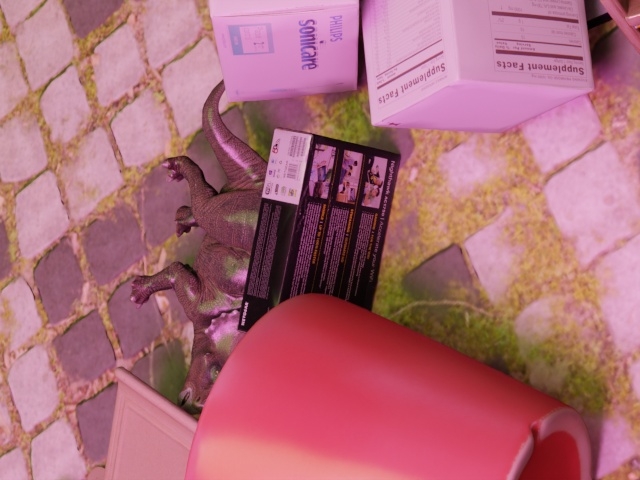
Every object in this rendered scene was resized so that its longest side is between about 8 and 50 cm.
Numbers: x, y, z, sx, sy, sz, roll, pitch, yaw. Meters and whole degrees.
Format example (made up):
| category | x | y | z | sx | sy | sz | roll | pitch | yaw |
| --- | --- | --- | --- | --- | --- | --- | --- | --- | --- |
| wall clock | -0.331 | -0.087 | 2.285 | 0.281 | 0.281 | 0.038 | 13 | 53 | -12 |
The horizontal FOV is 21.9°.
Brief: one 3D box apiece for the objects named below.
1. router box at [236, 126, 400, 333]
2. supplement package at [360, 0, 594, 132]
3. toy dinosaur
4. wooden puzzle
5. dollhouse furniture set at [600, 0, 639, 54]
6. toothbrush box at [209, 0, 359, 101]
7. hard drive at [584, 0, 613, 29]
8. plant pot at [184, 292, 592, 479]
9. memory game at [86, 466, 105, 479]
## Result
| category | x | y | z | sx | sy | sz | roll | pitch | yaw |
| --- | --- | --- | --- | --- | --- | --- | --- | --- | --- |
| router box | 0.000 | 0.000 | 1.440 | 0.046 | 0.133 | 0.179 | 13 | 92 | 38 |
| supplement package | 0.119 | -0.223 | 1.349 | 0.139 | 0.134 | 0.244 | -22 | 70 | 59 |
| toy dinosaur | -0.079 | 0.008 | 1.535 | 0.160 | 0.121 | 0.313 | 14 | 89 | 27 |
| wooden puzzle | -0.120 | 0.256 | 1.492 | 0.221 | 0.044 | 0.238 | 29 | 122 | 39 |
| dollhouse furniture set | 0.335 | -0.165 | 1.211 | 0.212 | 0.161 | 0.242 | -14 | 55 | 31 |
| toothbrush box | -0.039 | -0.294 | 1.431 | 0.126 | 0.216 | 0.295 | -6 | 77 | -1 |
| hard drive | 0.222 | -0.245 | 1.363 | 0.094 | 0.022 | 0.135 | -21 | 72 | 35 |
| plant pot | 0.065 | 0.195 | 1.301 | 0.243 | 0.275 | 0.275 | 12 | 92 | 30 |
| memory game | -0.175 | 0.289 | 1.623 | 0.186 | 0.012 | 0.186 | -5 | 81 | 38 |
